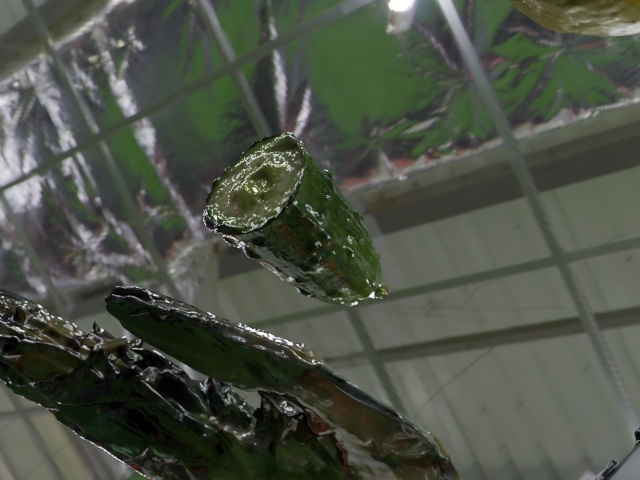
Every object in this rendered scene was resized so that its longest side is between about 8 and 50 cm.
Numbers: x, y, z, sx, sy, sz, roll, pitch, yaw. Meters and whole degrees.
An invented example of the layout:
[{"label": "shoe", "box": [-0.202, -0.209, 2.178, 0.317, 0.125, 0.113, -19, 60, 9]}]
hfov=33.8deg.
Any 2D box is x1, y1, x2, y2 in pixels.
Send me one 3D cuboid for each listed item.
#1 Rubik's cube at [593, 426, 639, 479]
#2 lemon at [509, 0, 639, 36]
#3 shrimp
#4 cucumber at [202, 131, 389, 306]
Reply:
[{"label": "Rubik's cube", "box": [0.222, 0.230, 0.249, 0.363, 0.362, 0.359, 55, -36, -1]}, {"label": "lemon", "box": [0.195, -0.225, 0.718, 0.181, 0.193, 0.180, 1, -68, 4]}, {"label": "shrimp", "box": [-0.082, 0.085, 0.625, 0.365, 0.071, 0.233, 27, -33, 0]}, {"label": "cucumber", "box": [-0.003, 0.002, 1.129, 0.134, 0.134, 0.244, -2, -33, 44]}]
